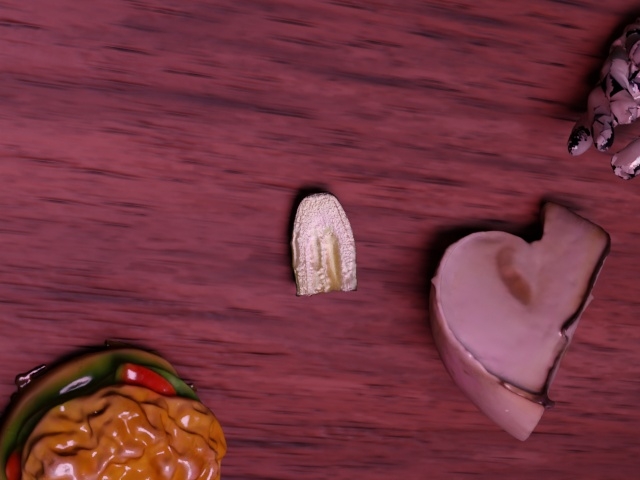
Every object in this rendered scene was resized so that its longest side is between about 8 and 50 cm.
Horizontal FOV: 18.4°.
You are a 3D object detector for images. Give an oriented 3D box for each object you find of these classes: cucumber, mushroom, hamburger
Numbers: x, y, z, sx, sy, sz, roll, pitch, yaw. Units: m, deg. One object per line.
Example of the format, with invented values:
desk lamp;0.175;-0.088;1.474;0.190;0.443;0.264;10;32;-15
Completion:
cucumber;0.000;0.000;1.949;0.067;0.035;0.107;-7;111;-10
mushroom;0.183;0.083;2.032;0.162;0.173;0.236;26;58;4
hamburger;-0.193;0.227;1.899;0.237;0.149;0.237;-10;116;-22

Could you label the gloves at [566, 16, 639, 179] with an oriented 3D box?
gloves;0.324;-0.152;1.989;0.212;0.111;0.127;-27;148;-15
